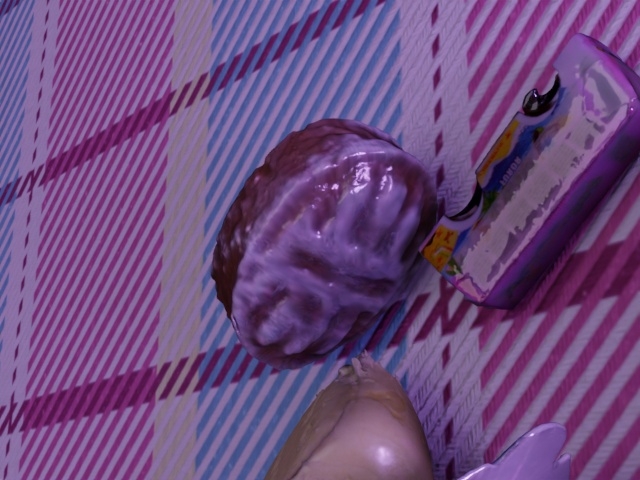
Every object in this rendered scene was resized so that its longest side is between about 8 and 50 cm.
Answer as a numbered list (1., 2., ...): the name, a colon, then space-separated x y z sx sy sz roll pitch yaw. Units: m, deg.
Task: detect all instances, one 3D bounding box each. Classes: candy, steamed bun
1. candy: 0.000 0.000 1.242 0.289 0.214 0.157 -57 37 19
2. steamed bun: 0.028 0.269 1.144 0.273 0.166 0.232 -58 1 8

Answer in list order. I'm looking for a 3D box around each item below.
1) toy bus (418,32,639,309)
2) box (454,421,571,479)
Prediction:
1. toy bus: 0.220 -0.062 1.106 0.274 0.090 0.112 -56 50 20
2. box: 0.172 0.324 0.913 0.291 0.262 0.206 -55 50 20
